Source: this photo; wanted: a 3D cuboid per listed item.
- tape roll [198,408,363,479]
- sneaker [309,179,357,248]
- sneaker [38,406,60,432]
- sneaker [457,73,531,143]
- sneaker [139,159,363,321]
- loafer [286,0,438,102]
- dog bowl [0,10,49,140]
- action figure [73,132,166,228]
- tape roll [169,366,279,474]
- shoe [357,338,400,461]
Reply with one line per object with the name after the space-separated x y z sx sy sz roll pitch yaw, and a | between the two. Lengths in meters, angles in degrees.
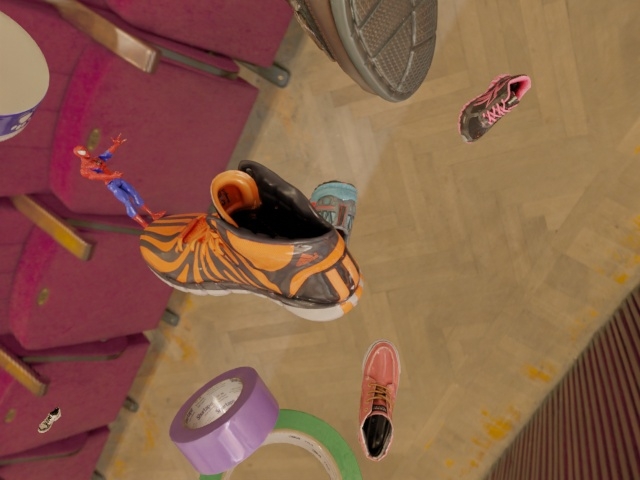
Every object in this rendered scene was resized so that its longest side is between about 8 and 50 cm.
-0.077 0.499 1.013 0.321 0.321 0.077 31 146 15 | tape roll
0.000 0.000 1.021 0.104 0.125 0.262 7 148 -8 | sneaker
-0.809 0.532 1.547 0.032 0.083 0.037 21 121 2 | sneaker
0.229 -0.175 0.677 0.047 0.057 0.119 45 80 -23 | sneaker
-0.109 -0.018 0.606 0.321 0.125 0.180 8 147 25 | sneaker
-0.002 -0.197 0.306 0.084 0.267 0.096 27 74 38 | loafer
-0.663 -0.322 0.972 0.104 0.265 0.265 -27 90 38 | dog bowl
-0.510 -0.159 1.360 0.139 0.091 0.280 -30 119 29 | action figure
-0.176 0.326 0.955 0.189 0.189 0.080 -23 108 27 | tape roll
0.094 0.246 0.811 0.063 0.081 0.178 9 86 0 | shoe
